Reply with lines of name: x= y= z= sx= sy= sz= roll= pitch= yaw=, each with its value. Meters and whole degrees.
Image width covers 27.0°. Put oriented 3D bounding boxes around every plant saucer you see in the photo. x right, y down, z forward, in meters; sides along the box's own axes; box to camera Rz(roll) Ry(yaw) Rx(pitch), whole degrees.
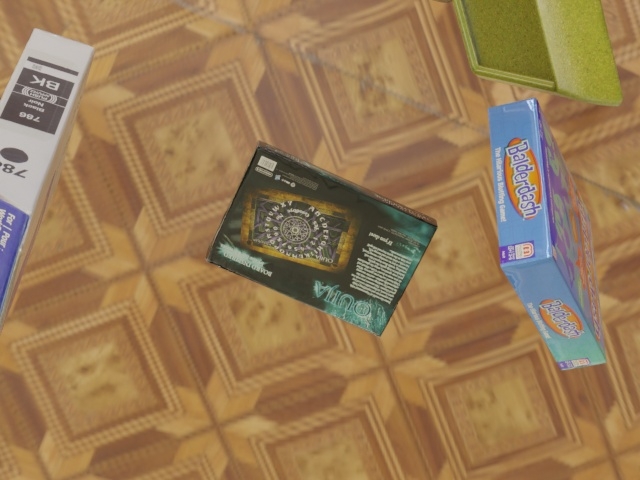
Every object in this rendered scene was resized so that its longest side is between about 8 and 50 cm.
plant saucer: x=0.172 y=-0.207 z=1.180 sx=0.045 sy=0.188 sz=0.188 roll=-29 pitch=116 yaw=-20

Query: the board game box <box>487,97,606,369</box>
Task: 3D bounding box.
board game box: x=0.202 y=-0.001 z=1.175 sx=0.047 sy=0.160 sz=0.210 roll=-12 pitch=148 yaw=19

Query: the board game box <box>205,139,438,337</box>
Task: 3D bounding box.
board game box: x=0.000 y=0.000 z=1.257 sx=0.186 sy=0.026 sz=0.126 roll=24 pitch=107 yaw=-7

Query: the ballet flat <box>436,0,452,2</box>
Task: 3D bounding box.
ballet flat: x=0.119 y=-0.319 z=1.384 sx=0.058 sy=0.250 sz=0.084 roll=29 pitch=80 yaw=30

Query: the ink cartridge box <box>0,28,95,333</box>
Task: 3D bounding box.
ink cartridge box: x=-0.254 y=-0.028 z=1.076 sx=0.065 sy=0.333 sz=0.165 roll=17 pitch=120 yaw=-11
